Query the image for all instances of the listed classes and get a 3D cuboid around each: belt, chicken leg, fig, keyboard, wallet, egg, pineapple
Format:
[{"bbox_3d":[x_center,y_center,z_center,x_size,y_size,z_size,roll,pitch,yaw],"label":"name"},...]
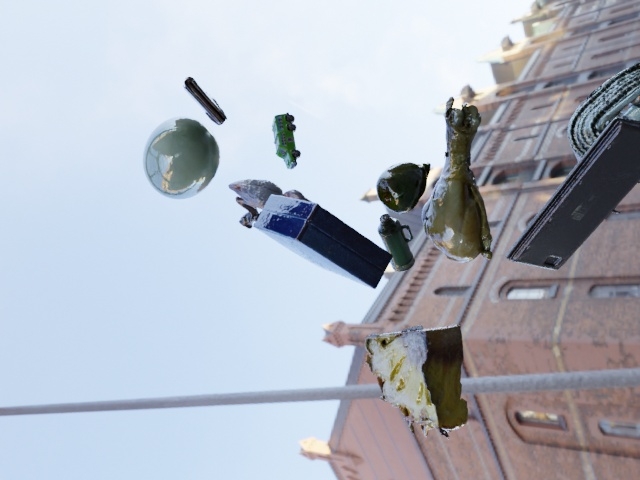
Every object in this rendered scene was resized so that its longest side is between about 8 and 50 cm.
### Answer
[{"bbox_3d":[0.694,-0.263,1.212,0.160,0.295,0.207,29,-149,-48],"label":"belt"},{"bbox_3d":[0.362,-0.157,1.454,0.152,0.201,0.430,0,-85,-31],"label":"chicken leg"},{"bbox_3d":[0.218,-0.150,1.361,0.177,0.117,0.117,-40,-60,-19],"label":"fig"},{"bbox_3d":[0.310,-0.045,0.655,0.093,0.230,0.025,10,-134,-13],"label":"keyboard"},{"bbox_3d":[-0.269,-0.326,1.314,0.042,0.230,0.124,-44,-74,-2],"label":"wallet"},{"bbox_3d":[-0.379,-0.223,1.520,0.202,0.282,0.203,9,-114,-21],"label":"egg"},{"bbox_3d":[0.175,0.216,0.952,0.114,0.236,0.186,-7,-58,-28],"label":"pineapple"}]

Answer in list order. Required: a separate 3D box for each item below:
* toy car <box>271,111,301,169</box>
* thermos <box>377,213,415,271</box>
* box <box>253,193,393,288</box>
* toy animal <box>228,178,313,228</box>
[{"bbox_3d":[-0.101,-0.287,1.613,0.062,0.071,0.165,-5,-110,-16],"label":"toy car"},{"bbox_3d":[0.218,0.003,1.607,0.073,0.083,0.188,-54,-45,-29],"label":"thermos"},{"bbox_3d":[0.000,0.000,1.429,0.261,0.279,0.116,34,-99,-28],"label":"box"},{"bbox_3d":[-0.154,-0.127,1.673,0.195,0.324,0.091,44,-127,-25],"label":"toy animal"}]
